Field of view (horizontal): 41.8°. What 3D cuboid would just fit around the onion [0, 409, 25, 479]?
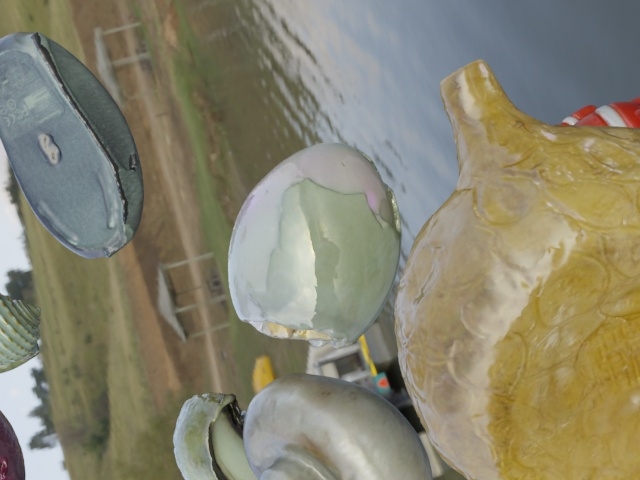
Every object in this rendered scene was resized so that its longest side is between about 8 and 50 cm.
[{"bbox_3d":[-0.605,0.349,1.161,0.345,0.358,0.358,-3,107,50],"label":"onion"}]

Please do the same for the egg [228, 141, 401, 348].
[{"bbox_3d":[-0.003,0.000,0.900,0.183,0.183,0.217,108,175,-76],"label":"egg"}]

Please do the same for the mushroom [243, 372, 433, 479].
[{"bbox_3d":[-0.006,0.277,0.940,0.243,0.244,0.243,162,90,-82],"label":"mushroom"}]

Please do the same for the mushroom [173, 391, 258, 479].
[{"bbox_3d":[-0.102,0.327,1.238,0.164,0.267,0.189,-19,65,43],"label":"mushroom"}]

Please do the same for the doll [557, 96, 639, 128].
[{"bbox_3d":[0.298,-0.081,1.056,0.105,0.337,0.199,59,-169,-32],"label":"doll"}]

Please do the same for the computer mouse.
[{"bbox_3d":[-0.396,-0.152,1.328,0.373,0.203,0.114,66,-160,-7],"label":"computer mouse"}]

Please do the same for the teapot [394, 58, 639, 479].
[{"bbox_3d":[0.141,0.042,0.473,0.311,0.203,0.167,62,-177,-24],"label":"teapot"}]

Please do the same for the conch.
[{"bbox_3d":[-0.434,0.125,1.098,0.135,0.153,0.102,65,-164,-59],"label":"conch"}]
